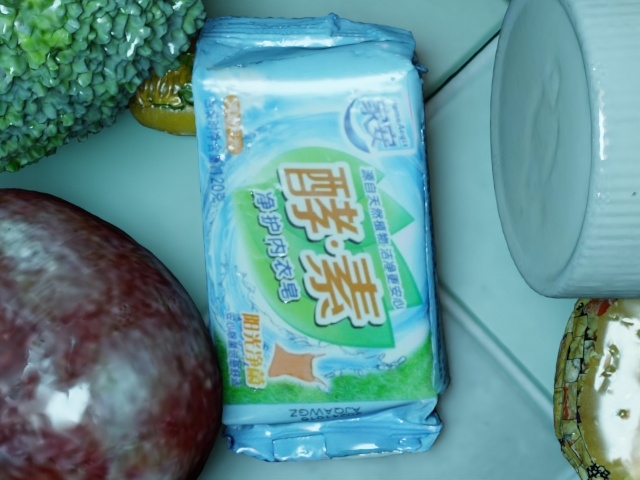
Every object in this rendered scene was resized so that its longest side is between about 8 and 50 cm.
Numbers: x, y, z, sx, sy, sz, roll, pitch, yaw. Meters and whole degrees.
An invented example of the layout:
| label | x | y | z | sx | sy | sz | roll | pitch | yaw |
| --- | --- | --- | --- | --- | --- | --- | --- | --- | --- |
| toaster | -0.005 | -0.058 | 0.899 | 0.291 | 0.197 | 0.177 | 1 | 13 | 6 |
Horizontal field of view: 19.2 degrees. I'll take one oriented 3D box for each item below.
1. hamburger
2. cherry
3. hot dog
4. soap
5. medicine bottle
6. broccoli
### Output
| label | x | y | z | sx | sy | sz | roll | pitch | yaw |
| --- | --- | --- | --- | --- | --- | --- | --- | --- | --- |
| hamburger | 0.260 | 0.092 | 1.199 | 0.231 | 0.107 | 0.231 | 0 | 88 | 7 |
| cherry | -0.180 | 0.089 | 1.200 | 0.203 | 0.230 | 0.300 | -21 | 69 | -37 |
| hot dog | -0.045 | -0.107 | 1.273 | 0.188 | 0.055 | 0.072 | -4 | 86 | 8 |
| soap | 0.000 | 0.000 | 1.224 | 0.156 | 0.077 | 0.293 | -4 | 103 | 7 |
| medicine bottle | 0.307 | -0.067 | 1.091 | 0.384 | 0.224 | 0.224 | -2 | 87 | -12 |
| broccoli | -0.216 | -0.171 | 1.195 | 0.249 | 0.375 | 0.302 | 20 | 67 | -32 |
